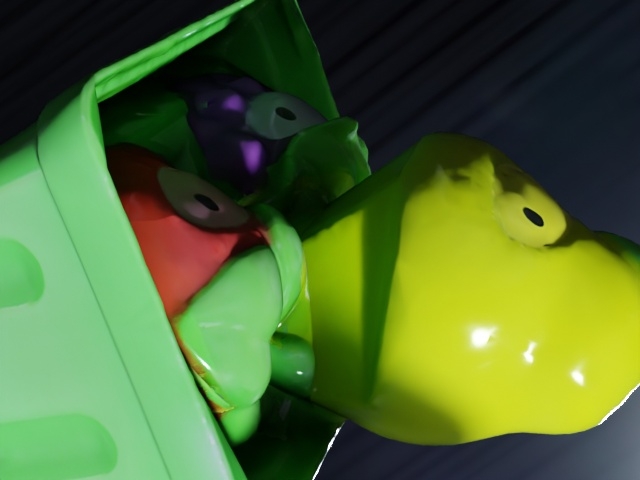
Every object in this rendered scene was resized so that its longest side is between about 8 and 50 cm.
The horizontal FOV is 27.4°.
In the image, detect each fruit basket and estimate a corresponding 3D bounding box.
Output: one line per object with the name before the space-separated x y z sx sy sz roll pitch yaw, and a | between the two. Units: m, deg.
fruit basket | 0.000 0.000 0.746 0.392 0.392 0.283 -86 157 -75
